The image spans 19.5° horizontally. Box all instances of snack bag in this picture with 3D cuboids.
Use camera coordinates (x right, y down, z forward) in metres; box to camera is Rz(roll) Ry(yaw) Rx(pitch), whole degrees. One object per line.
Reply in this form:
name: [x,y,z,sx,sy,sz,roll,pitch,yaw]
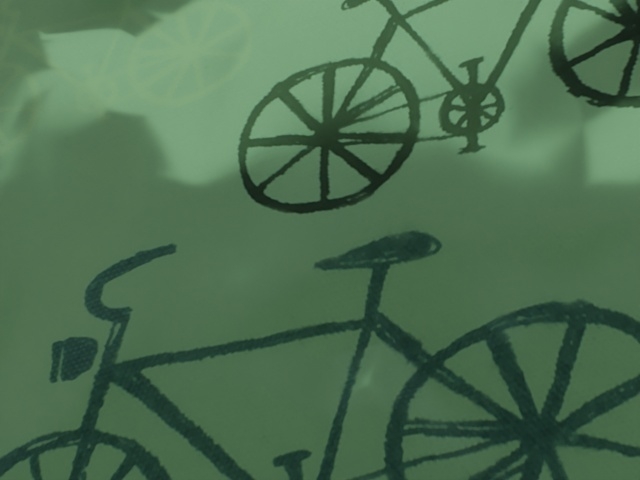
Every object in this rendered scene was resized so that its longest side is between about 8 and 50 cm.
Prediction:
snack bag: [0.000,0.000,0.602,0.323,0.342,0.037,-18,-35,13]
